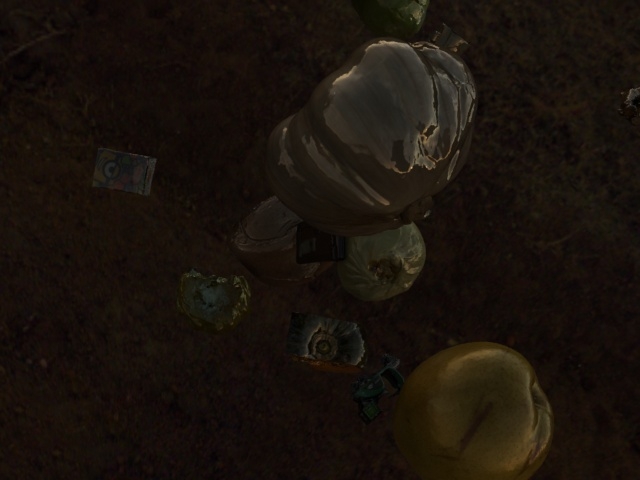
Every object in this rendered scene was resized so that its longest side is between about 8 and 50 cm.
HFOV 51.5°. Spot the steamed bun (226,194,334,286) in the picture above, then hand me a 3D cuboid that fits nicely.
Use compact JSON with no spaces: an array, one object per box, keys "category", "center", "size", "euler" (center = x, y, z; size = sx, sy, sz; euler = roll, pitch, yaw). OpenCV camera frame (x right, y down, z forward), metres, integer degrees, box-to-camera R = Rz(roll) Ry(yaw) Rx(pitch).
[{"category":"steamed bun","center":[-0.072,0.005,1.763],"size":[0.301,0.251,0.199],"euler":[-32,66,-3]}]

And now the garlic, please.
[{"category":"garlic","center":[0.060,-0.091,0.666],"size":[0.228,0.228,0.152],"euler":[-20,66,-27]}]

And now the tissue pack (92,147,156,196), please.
[{"category":"tissue pack","center":[-0.525,-0.183,1.779],"size":[0.148,0.060,0.109],"euler":[10,92,8]}]

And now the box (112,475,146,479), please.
[{"category":"box","center":[-0.289,0.626,1.464],"size":[0.404,0.263,0.108],"euler":[33,72,-40]}]

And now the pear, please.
[{"category":"pear","center":[0.305,0.359,1.337],"size":[0.314,0.314,0.314],"euler":[8,57,-13]}]

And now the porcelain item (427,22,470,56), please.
[{"category":"porcelain item","center":[0.194,-0.312,1.283],"size":[0.084,0.213,0.054],"euler":[26,24,-32]}]

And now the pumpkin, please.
[{"category":"pumpkin","center":[0.000,0.293,1.887],"size":[0.280,0.190,0.139],"euler":[16,71,-23]}]

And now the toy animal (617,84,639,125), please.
[{"category":"toy animal","center":[0.576,-0.212,1.039],"size":[0.275,0.054,0.149],"euler":[-14,35,-32]}]

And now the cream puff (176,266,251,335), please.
[{"category":"cream puff","center":[-0.304,0.184,1.903],"size":[0.221,0.195,0.195],"euler":[9,56,1]}]

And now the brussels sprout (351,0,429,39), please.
[{"category":"brussels sprout","center":[0.132,-0.477,1.314],"size":[0.122,0.151,0.149],"euler":[10,38,-39]}]

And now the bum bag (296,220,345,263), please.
[{"category":"bum bag","center":[0.000,0.000,1.538],"size":[0.026,0.159,0.109],"euler":[10,78,-40]}]

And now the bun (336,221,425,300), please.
[{"category":"bun","center":[0.138,0.044,1.510],"size":[0.222,0.222,0.127],"euler":[19,11,-5]}]

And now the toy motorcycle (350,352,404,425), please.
[{"category":"toy motorcycle","center":[0.138,0.331,1.505],"size":[0.173,0.058,0.100],"euler":[-33,77,-36]}]
